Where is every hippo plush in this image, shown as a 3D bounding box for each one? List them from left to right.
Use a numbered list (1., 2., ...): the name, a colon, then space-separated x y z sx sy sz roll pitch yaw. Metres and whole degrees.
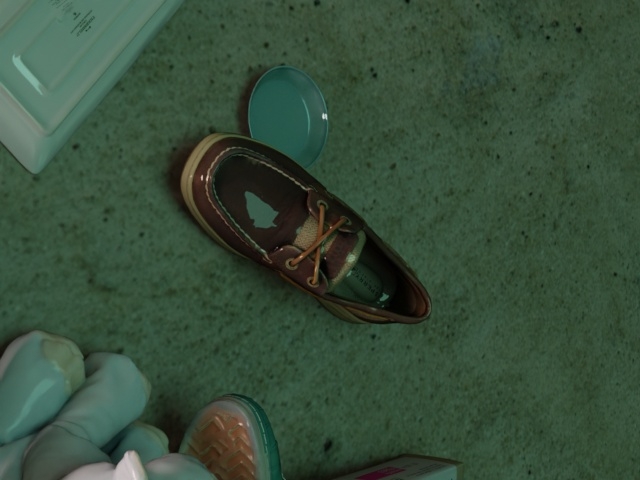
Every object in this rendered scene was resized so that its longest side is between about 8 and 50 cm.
1. hippo plush: -0.197 0.197 0.938 0.294 0.236 0.234 14 80 -43

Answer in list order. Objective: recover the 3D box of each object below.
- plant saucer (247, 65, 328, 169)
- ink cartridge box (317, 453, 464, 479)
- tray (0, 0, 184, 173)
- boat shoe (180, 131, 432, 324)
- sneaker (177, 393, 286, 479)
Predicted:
1. plant saucer: -0.041 -0.133 1.243 0.119 0.021 0.119 1 88 -43
2. ink cartridge box: 0.080 0.357 1.268 0.234 0.088 0.193 2 89 -58
3. tray: -0.231 -0.206 1.058 0.145 0.030 0.270 51 57 -29
4. boat shoe: 0.000 0.000 1.198 0.342 0.123 0.123 41 74 -38
5. sneaker: -0.072 0.279 1.141 0.121 0.108 0.302 -33 129 -55
